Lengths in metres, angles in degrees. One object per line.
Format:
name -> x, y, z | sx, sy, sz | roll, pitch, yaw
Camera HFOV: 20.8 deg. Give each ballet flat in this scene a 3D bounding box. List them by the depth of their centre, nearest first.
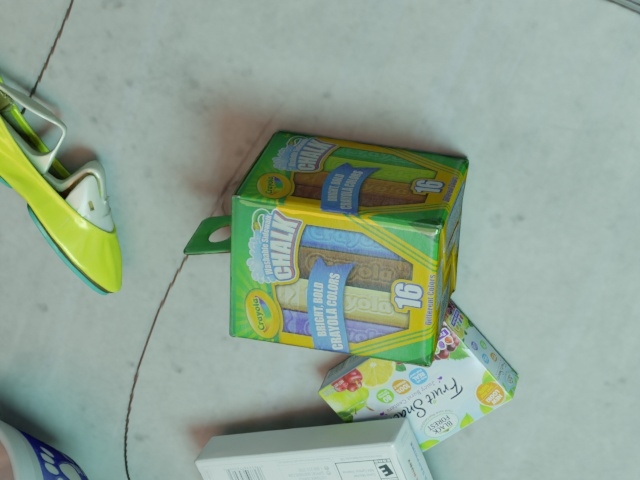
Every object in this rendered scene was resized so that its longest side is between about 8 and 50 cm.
ballet flat -> -0.229, -0.056, 1.467 | 0.077, 0.077, 0.231 | -39, 100, 12

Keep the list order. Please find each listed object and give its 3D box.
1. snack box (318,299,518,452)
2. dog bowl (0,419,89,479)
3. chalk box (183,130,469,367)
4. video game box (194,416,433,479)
snack box -> 0.083, 0.124, 1.492 | 0.141, 0.037, 0.100 | -35, 105, 29
dog bowl -> -0.324, 0.291, 1.560 | 0.265, 0.265, 0.104 | -29, 139, 27
chalk box -> 0.000, 0.000, 1.394 | 0.213, 0.132, 0.132 | 9, 120, 10
video game box -> 0.014, 0.250, 1.544 | 0.205, 0.048, 0.187 | -9, 114, 29
